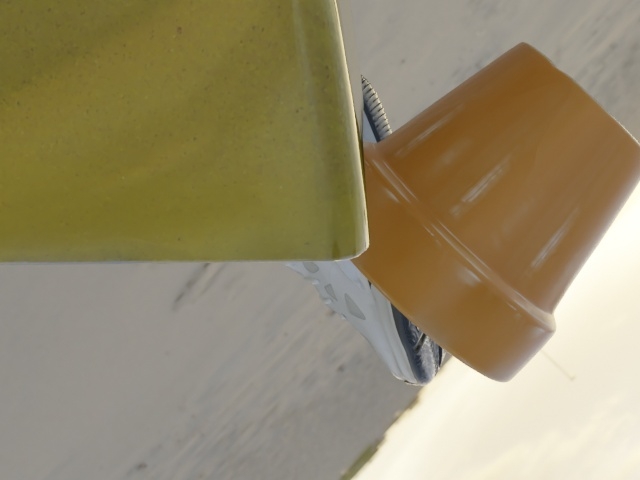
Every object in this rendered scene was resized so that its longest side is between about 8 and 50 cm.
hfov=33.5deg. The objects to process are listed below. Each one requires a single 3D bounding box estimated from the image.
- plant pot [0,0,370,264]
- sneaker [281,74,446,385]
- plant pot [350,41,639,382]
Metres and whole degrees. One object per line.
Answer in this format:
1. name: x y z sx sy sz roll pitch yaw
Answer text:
1. plant pot: -0.090 -0.117 0.414 0.212 0.212 0.187 -86 175 -68
2. sneaker: 0.000 -0.001 1.382 0.257 0.447 0.169 -6 -149 30
3. plant pot: 0.128 -0.034 0.779 0.188 0.205 0.205 -47 176 11
